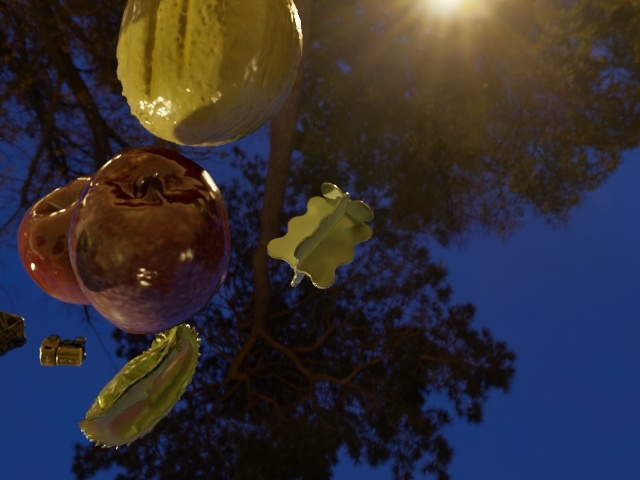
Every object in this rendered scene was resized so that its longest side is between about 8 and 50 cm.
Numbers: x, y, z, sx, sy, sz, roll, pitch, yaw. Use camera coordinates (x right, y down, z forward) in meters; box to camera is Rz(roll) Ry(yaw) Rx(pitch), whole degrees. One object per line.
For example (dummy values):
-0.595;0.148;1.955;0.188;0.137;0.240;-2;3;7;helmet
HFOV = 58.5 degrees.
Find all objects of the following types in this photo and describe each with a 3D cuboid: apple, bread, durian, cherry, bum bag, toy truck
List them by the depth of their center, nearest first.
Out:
-0.224;0.009;0.760;0.203;0.300;0.230;1;-136;-22;cherry
-0.181;-0.306;0.906;0.321;0.237;0.320;0;-91;19;bread
-0.516;0.223;1.139;0.084;0.049;0.054;6;-155;-10;toy truck
-0.524;-0.002;1.299;0.306;0.234;0.305;-15;-145;10;apple
-0.400;0.339;1.324;0.158;0.169;0.352;43;-132;0;durian
-0.861;0.197;1.336;0.327;0.079;0.142;21;-143;-20;bum bag

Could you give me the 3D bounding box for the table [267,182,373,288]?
0.000;0.000;1.230;0.167;0.166;0.198;30;-122;19;table
